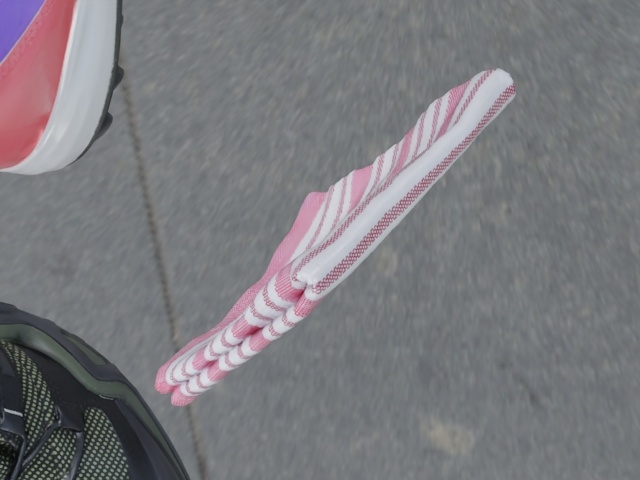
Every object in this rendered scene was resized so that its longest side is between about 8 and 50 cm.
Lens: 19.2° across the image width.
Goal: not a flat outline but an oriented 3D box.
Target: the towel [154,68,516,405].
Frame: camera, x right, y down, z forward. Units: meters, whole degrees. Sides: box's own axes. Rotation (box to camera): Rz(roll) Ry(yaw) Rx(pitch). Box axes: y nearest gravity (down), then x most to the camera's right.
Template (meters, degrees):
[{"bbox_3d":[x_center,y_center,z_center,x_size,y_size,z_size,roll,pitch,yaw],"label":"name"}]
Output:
[{"bbox_3d":[0.000,0.000,0.862,0.029,0.197,0.144,44,60,-3],"label":"towel"}]

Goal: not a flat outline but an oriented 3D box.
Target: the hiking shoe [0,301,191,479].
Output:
[{"bbox_3d":[-0.131,0.054,0.554,0.227,0.114,0.086,39,109,-14],"label":"hiking shoe"}]

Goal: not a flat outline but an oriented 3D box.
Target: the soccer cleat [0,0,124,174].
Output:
[{"bbox_3d":[-0.133,-0.177,0.672,0.108,0.116,0.318,16,107,44],"label":"soccer cleat"}]
